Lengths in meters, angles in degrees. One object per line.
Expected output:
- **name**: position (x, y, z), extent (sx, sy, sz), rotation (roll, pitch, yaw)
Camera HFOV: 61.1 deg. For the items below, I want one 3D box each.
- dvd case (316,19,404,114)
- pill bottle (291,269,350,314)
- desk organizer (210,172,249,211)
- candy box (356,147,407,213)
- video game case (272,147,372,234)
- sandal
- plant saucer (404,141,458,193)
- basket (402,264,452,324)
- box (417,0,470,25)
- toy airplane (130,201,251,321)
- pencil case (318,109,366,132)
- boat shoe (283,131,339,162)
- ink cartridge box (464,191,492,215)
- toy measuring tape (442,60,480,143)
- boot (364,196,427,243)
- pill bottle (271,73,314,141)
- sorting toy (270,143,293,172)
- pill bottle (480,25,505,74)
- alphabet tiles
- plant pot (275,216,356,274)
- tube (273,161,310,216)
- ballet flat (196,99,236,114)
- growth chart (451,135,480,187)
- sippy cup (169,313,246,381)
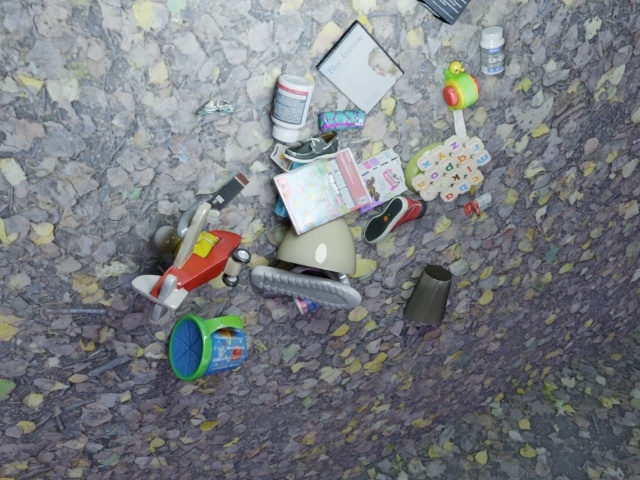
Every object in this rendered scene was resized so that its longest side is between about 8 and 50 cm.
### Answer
- **dvd case**: position (0.127, -0.527, 1.674), extent (0.180, 0.022, 0.253), rotation (-47, 132, 13)
- **pill bottle**: position (-0.002, 0.188, 2.104), extent (0.222, 0.124, 0.124), rotation (-26, 133, -7)
- **desk organizer**: position (-0.289, -0.155, 1.734), extent (0.047, 0.050, 0.130), rotation (45, 117, -10)
- **candy box**: position (0.196, -0.211, 1.926), extent (0.196, 0.070, 0.165), rotation (-28, 133, -5)
- **video game case**: position (0.010, -0.165, 1.790), extent (0.285, 0.025, 0.204), rotation (-24, 93, -16)
- **sandal**: position (-0.046, 0.144, 1.977), extent (0.416, 0.102, 0.169), rotation (14, 148, 0)
- **plant saucer**: position (0.429, -0.253, 2.007), extent (0.241, 0.037, 0.241), rotation (-10, 136, -10)
- **basket**: position (0.484, 0.234, 2.379), extent (0.204, 0.154, 0.226), rotation (-3, 123, -26)
- **box**: position (0.372, -0.758, 1.557), extent (0.153, 0.108, 0.207), rotation (22, 113, -37)
- **toy airplane**: position (-0.436, 0.068, 1.688), extent (0.386, 0.272, 0.384), rotation (-45, 166, -6)
- **pencil case**: position (0.069, -0.380, 1.728), extent (0.152, 0.070, 0.064), rotation (-9, 129, -20)
- **boat shoe**: position (-0.027, -0.297, 1.705), extent (0.233, 0.084, 0.079), rotation (-22, 136, -45)
- **ink cartridge box**: position (0.652, -0.145, 2.242), extent (0.115, 0.029, 0.063), rotation (-30, 134, -4)
- **toy measuring tape**: position (0.489, -0.451, 1.845), extent (0.121, 0.121, 0.330), rotation (-27, 129, -6)
- **boot**: position (0.292, -0.069, 2.066), extent (0.176, 0.088, 0.244), rotation (2, 143, -43)
- **pill bottle**: position (-0.089, -0.391, 1.612), extent (0.108, 0.108, 0.180), rotation (-1, 125, -26)
- **sorting toy**: position (-0.120, -0.270, 1.736), extent (0.075, 0.045, 0.083), rotation (32, 77, -26)
- **pill bottle**: position (0.566, -0.625, 1.784), extent (0.078, 0.078, 0.137), rotation (-26, 133, -7)
- **alphabet tiles**: position (0.473, -0.257, 1.975), extent (0.284, 0.021, 0.278), rotation (-35, 134, 16)
- **plant pot**: position (0.000, 0.000, 1.890), extent (0.284, 0.284, 0.190), rotation (14, 87, -34)
- **tube**: position (-0.094, -0.180, 1.823), extent (0.080, 0.052, 0.207), rotation (10, 113, -38)
- **ballet flat**: position (-0.301, -0.385, 1.562), extent (0.114, 0.041, 0.041), rotation (-10, 129, -21)
- **growth chart**: position (0.513, -0.295, 2.059), extent (0.172, 0.021, 0.237), rotation (-39, 134, 4)
- **sippy cup**: position (-0.404, 0.397, 2.012), extent (0.224, 0.305, 0.240), rotation (11, 76, -45)
